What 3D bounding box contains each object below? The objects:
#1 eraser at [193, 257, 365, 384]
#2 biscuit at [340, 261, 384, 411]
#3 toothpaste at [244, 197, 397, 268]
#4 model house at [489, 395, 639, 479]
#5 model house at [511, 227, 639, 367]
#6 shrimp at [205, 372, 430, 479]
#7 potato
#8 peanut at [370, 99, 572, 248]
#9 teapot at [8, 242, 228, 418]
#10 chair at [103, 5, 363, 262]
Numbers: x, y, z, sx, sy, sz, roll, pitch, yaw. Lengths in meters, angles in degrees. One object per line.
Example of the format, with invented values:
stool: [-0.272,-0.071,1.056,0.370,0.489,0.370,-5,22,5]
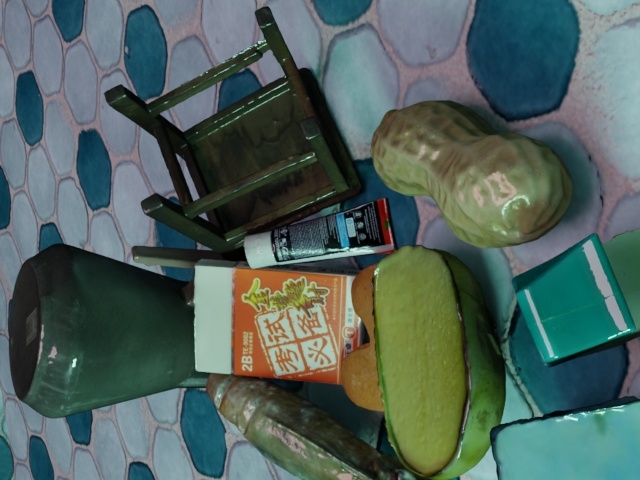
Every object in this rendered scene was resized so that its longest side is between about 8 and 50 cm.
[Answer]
eraser: [-0.055,0.110,1.574,0.038,0.230,0.157,-60,-27,-70]
biscuit: [0.081,0.122,1.484,0.186,0.036,0.192,-14,86,48]
toothpaste: [0.000,0.000,1.505,0.045,0.194,0.071,0,-102,-80]
model house: [0.297,0.283,1.118,0.241,0.226,0.261,52,-154,-79]
model house: [0.253,0.057,1.123,0.127,0.149,0.100,-38,70,53]
shrimp: [0.002,0.294,1.576,0.446,0.110,0.221,26,163,45]
potato: [0.151,0.136,1.336,0.160,0.111,0.271,-32,57,48]
peanut: [0.154,-0.074,1.272,0.298,0.120,0.136,36,122,51]
teapot: [-0.266,0.121,1.735,0.300,0.344,0.253,-61,37,40]
chair: [-0.072,-0.103,1.577,0.241,0.416,0.203,-28,69,10]
